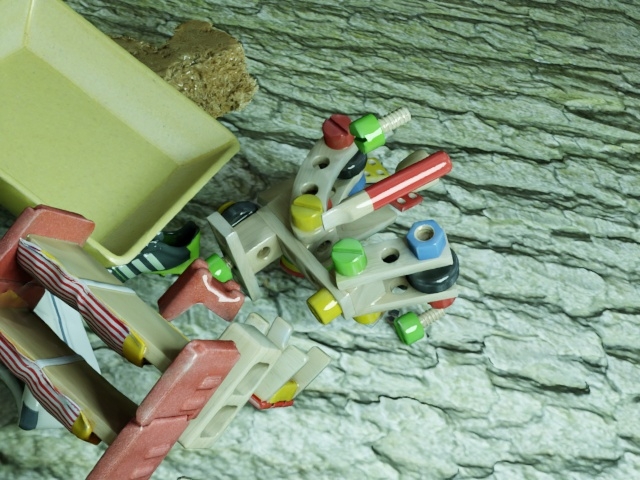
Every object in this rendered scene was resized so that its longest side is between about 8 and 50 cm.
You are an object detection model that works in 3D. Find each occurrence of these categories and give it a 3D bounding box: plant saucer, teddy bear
[{"bbox_3d":[-0.295,-0.123,1.348,0.333,0.081,0.333,38,34,-1],"label":"plant saucer"},{"bbox_3d":[-0.248,-0.181,1.594,0.245,0.113,0.338,22,42,20],"label":"teddy bear"}]

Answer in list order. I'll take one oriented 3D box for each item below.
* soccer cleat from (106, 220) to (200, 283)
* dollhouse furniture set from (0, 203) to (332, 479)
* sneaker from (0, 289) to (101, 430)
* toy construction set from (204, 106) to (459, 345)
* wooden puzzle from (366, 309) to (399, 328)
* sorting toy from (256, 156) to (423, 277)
[{"bbox_3d":[-0.217,0.014,1.347,0.179,0.072,0.060,-12,44,-35],"label":"soccer cleat"},{"bbox_3d":[-0.158,0.105,1.118,0.201,0.152,0.374,39,5,17],"label":"dollhouse furniture set"},{"bbox_3d":[-0.296,0.083,1.201,0.091,0.094,0.258,-2,40,-33],"label":"sneaker"},{"bbox_3d":[0.000,0.000,1.265,0.237,0.309,0.257,-27,78,-13],"label":"toy construction set"},{"bbox_3d":[0.052,0.081,1.427,0.083,0.006,0.049,28,37,15],"label":"wooden puzzle"},{"bbox_3d":[0.011,-0.032,1.528,0.132,0.046,0.274,35,39,24],"label":"sorting toy"}]
